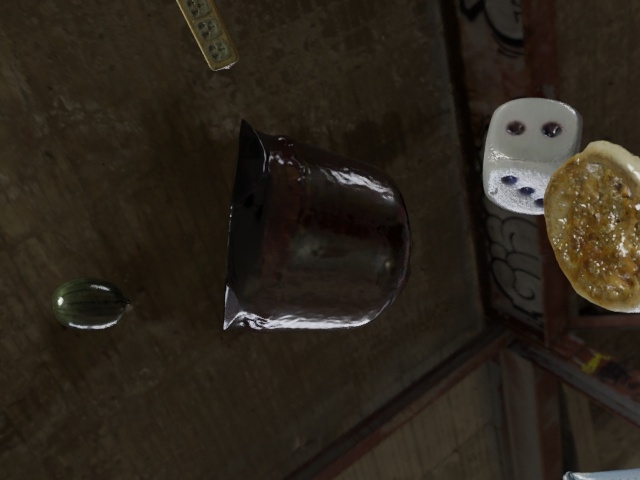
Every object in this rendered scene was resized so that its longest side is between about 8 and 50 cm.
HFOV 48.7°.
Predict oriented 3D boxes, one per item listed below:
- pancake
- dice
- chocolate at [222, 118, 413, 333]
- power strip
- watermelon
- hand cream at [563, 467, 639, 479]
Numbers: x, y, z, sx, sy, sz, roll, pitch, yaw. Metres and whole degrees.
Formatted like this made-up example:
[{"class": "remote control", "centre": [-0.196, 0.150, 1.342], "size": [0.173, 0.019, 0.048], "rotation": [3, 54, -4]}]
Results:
[{"class": "pancake", "centre": [0.431, -0.015, 1.054], "size": [0.048, 0.282, 0.283], "rotation": [-13, -61, -17]}, {"class": "dice", "centre": [0.460, -0.182, 1.533], "size": [0.193, 0.191, 0.194], "rotation": [68, -143, -56]}, {"class": "chocolate", "centre": [0.000, 0.000, 1.252], "size": [0.331, 0.384, 0.384], "rotation": [6, -69, -4]}, {"class": "power strip", "centre": [-0.232, -0.444, 1.307], "size": [0.064, 0.044, 0.306], "rotation": [-22, -53, 5]}, {"class": "watermelon", "centre": [-0.335, 0.093, 1.033], "size": [0.110, 0.078, 0.078], "rotation": [9, -74, -31]}, {"class": "hand cream", "centre": [0.450, 0.321, 0.908], "size": [0.055, 0.255, 0.088], "rotation": [-26, -84, -67]}]
